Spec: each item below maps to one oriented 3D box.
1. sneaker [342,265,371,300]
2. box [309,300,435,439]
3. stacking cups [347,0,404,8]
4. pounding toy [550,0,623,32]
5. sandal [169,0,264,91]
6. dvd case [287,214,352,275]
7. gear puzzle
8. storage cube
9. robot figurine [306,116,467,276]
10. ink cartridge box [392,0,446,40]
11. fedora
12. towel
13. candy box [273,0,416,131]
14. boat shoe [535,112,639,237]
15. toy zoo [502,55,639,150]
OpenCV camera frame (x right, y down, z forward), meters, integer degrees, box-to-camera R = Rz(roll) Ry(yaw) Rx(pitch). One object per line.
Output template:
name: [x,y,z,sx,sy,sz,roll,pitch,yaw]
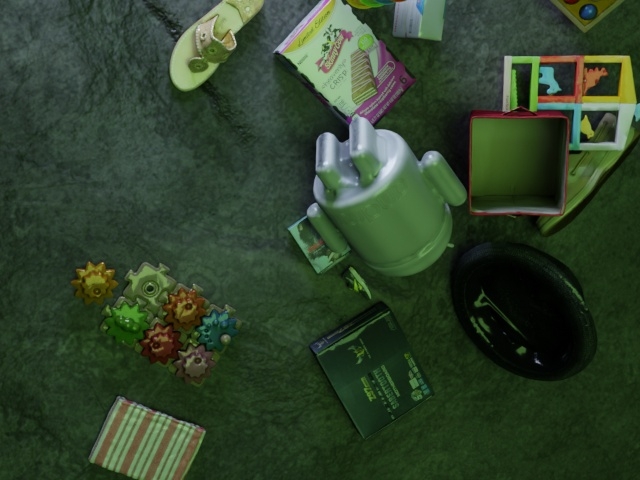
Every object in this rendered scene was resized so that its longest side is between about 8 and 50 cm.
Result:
sneaker: [0.074,0.091,1.919,0.035,0.031,0.083,-33,105,6]
box: [0.109,0.270,1.950,0.183,0.059,0.233,-30,108,-8]
stacking cups: [0.131,-0.466,1.662,0.096,0.316,0.096,-3,101,-18]
pounding toy: [0.534,-0.505,1.861,0.130,0.100,0.141,36,127,-21]
sandal: [-0.187,-0.373,1.707,0.088,0.079,0.240,41,88,-21]
dvd case: [0.000,0.000,1.882,0.087,0.013,0.119,-35,110,-8]
gear puzzle: [-0.317,0.140,1.795,0.339,0.044,0.175,35,90,-21]
storage cube: [0.384,-0.159,1.843,0.183,0.193,0.215,1,102,9]
robot figurine: [0.121,-0.068,1.786,0.299,0.200,0.353,-21,131,25]
ink cartridge box: [0.188,-0.428,1.791,0.052,0.122,0.089,3,101,-22]
fedora: [0.440,0.124,1.954,0.152,0.334,0.334,-39,115,-44]
towel: [-0.342,0.402,1.856,0.197,0.029,0.144,25,94,-18]
candy box: [0.048,-0.333,1.794,0.233,0.071,0.159,42,88,-20]
boat shoe: [0.546,-0.138,1.986,0.098,0.109,0.302,40,87,17]
toy zoo: [0.519,-0.280,1.915,0.293,0.030,0.193,1,103,7]
